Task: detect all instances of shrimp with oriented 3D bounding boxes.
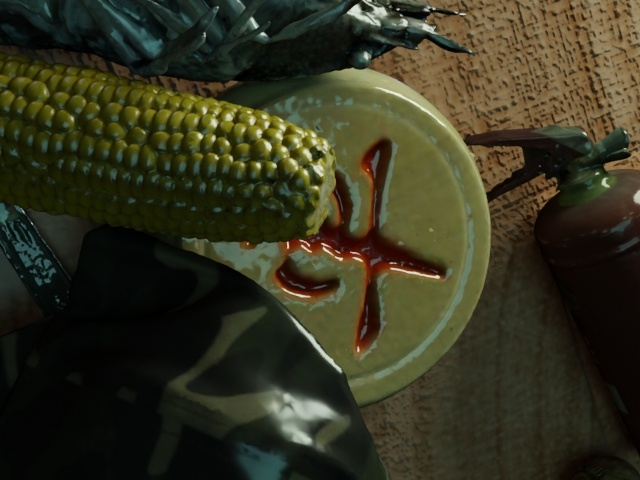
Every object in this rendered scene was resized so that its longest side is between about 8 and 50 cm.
[{"bbox_3d":[-0.111,-0.173,0.566,0.410,0.221,0.166,-2,134,5],"label":"shrimp"}]

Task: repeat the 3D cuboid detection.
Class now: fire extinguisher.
[{"bbox_3d":[0.226,0.044,0.736,0.147,0.106,0.337,-27,104,10],"label":"fire extinguisher"}]

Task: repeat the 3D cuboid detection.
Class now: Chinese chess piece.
[{"bbox_3d":[0.000,0.000,0.657,0.250,0.097,0.251,-3,99,-17],"label":"Chinese chess piece"}]

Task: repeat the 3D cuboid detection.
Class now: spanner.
[{"bbox_3d":[-0.213,-0.008,0.629,0.093,0.026,0.325,-31,106,-10],"label":"spanner"}]

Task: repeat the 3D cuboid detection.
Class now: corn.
[{"bbox_3d":[-0.121,-0.054,0.542,0.260,0.091,0.091,11,88,10],"label":"corn"}]

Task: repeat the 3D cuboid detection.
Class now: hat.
[{"bbox_3d":[-0.165,0.210,0.541,0.381,0.257,0.366,-27,105,-23],"label":"hat"}]

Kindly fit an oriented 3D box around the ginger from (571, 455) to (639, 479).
[{"bbox_3d":[0.281,0.268,0.786,0.104,0.080,0.204,-29,108,5],"label":"ginger"}]
